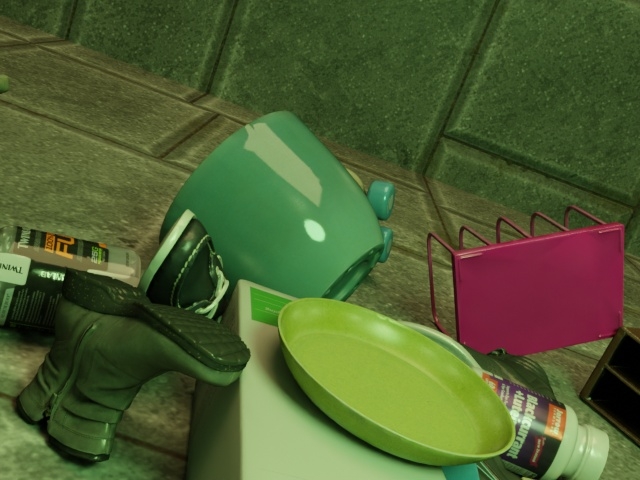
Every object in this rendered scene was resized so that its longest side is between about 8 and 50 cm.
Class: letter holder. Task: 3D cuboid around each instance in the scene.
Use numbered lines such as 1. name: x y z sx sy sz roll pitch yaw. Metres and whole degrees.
1. letter holder: 0.644 0.276 1.257 0.302 0.151 0.214 10 23 -34

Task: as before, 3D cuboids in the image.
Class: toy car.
1. toy car: 0.000 0.000 1.359 0.219 0.210 0.238 13 44 16

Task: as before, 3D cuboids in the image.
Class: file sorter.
1. file sorter: 0.348 0.066 1.285 0.291 0.202 0.182 -10 19 -8

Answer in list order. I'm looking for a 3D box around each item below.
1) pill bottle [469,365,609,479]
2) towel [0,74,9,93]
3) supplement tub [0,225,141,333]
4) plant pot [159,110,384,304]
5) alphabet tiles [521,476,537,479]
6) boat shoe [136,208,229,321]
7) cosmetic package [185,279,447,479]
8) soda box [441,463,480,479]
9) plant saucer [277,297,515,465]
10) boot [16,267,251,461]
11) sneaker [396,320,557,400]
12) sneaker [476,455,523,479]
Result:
1. pill bottle: 0.266 0.249 0.956 0.194 0.108 0.108 22 17 5
2. towel: -0.617 -0.161 0.953 0.312 0.056 0.324 -18 11 10
3. supplement tub: -0.317 0.049 0.857 0.191 0.116 0.117 14 19 -24
4. plant pot: -0.050 -0.004 1.086 0.235 0.293 0.293 43 23 14
5. alphabet tiles: 0.370 0.362 0.844 0.237 0.009 0.198 16 19 -19
6. boat shoe: -0.148 0.056 0.846 0.091 0.114 0.302 33 -19 0
7. cosmetic package: -0.016 0.200 0.699 0.197 0.155 0.365 20 16 -15
8. soda box: 0.120 0.219 0.753 0.071 0.067 0.210 -10 35 6
9. plant saucer: 0.064 0.132 0.683 0.241 0.037 0.241 23 17 -7
10. boot: -0.177 0.132 0.677 0.247 0.161 0.083 17 -2 37
11. sneaker: 0.220 0.197 1.087 0.296 0.104 0.147 29 16 4
12. sneaker: 0.147 0.249 0.835 0.106 0.101 0.267 10 20 -25
